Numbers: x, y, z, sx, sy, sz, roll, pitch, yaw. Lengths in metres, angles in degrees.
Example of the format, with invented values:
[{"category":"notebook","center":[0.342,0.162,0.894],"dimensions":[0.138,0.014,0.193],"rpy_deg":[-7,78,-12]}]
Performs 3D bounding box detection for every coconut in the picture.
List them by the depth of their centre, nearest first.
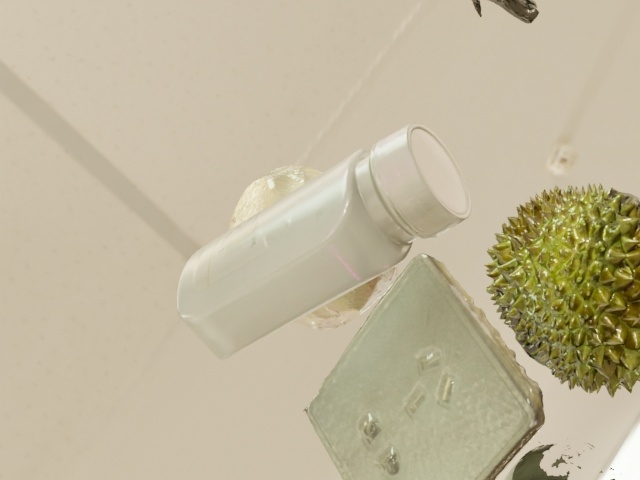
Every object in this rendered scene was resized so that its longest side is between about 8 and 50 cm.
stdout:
[{"category":"coconut","center":[-0.005,0.017,1.528],"dimensions":[0.234,0.224,0.224],"rpy_deg":[26,-86,-30]}]

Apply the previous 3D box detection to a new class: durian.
[{"category":"durian","center":[0.328,0.065,1.386],"dimensions":[0.224,0.291,0.291],"rpy_deg":[-45,-39,-16]}]

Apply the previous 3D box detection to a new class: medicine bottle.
[{"category":"medicine bottle","center":[0.000,0.000,1.125],"dimensions":[0.296,0.161,0.111],"rpy_deg":[-32,-69,26]}]

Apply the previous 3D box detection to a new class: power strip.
[{"category":"power strip","center":[0.094,0.143,0.963],"dimensions":[0.064,0.198,0.213],"rpy_deg":[13,-57,-40]}]

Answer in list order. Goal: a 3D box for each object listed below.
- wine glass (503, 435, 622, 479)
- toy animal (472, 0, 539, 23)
[{"category":"wine glass","center":[0.331,0.464,1.717],"dimensions":[0.190,0.190,0.357],"rpy_deg":[-29,-32,-36]},{"category":"toy animal","center":[0.281,-0.406,1.498],"dimensions":[0.245,0.146,0.114],"rpy_deg":[-52,8,6]}]
